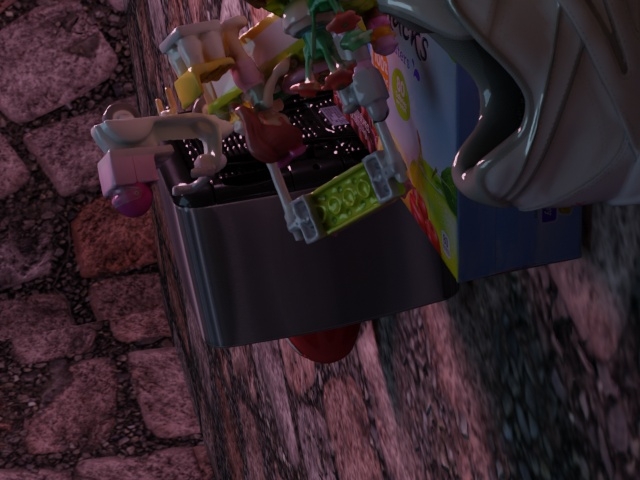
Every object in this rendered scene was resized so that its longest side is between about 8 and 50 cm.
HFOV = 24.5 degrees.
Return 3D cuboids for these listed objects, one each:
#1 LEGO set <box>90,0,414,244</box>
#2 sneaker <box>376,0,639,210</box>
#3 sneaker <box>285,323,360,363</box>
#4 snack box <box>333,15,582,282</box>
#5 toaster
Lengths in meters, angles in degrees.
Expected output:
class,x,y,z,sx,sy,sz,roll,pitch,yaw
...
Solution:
class,x,y,z,sx,sy,sz,roll,pitch,yaw
LEGO set,-0.012,-0.062,0.650,0.107,0.132,0.287,69,160,7
sneaker,0.074,-0.115,0.514,0.090,0.115,0.232,-144,45,-74
sneaker,0.000,0.000,1.090,0.128,0.087,0.221,-132,31,-72
snack box,0.060,-0.108,0.717,0.207,0.070,0.174,-120,23,-55
toaster,-0.009,-0.024,0.905,0.185,0.168,0.110,-124,23,-66
